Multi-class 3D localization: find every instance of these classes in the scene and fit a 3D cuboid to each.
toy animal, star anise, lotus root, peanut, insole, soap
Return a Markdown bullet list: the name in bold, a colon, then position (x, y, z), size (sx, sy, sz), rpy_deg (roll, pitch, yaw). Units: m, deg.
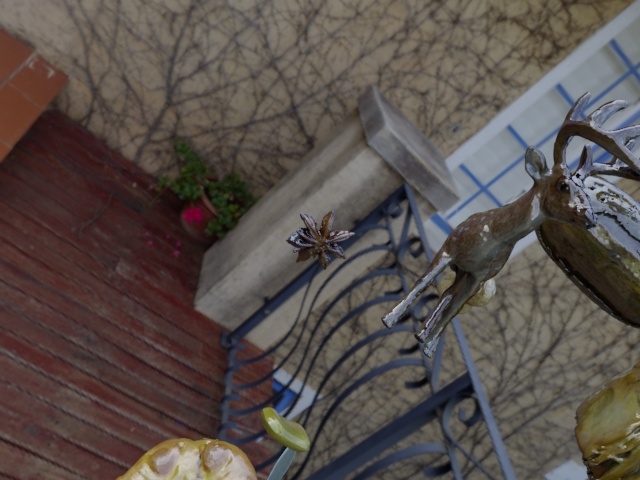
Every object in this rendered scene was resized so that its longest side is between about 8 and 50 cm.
- **toy animal**: position (0.159, -0.011, 0.569), size (0.087, 0.260, 0.243), rpy_deg (41, 4, -4)
- **star anise**: position (-0.001, 0.000, 1.450), size (0.168, 0.168, 0.057), rpy_deg (38, 31, -24)
- **lotus root**: position (0.578, 0.010, 1.252), size (0.397, 0.196, 0.179), rpy_deg (46, 38, 14)
- **peanut**: position (0.388, 0.136, 1.683), size (0.111, 0.125, 0.274), rpy_deg (28, -13, -1)
- **insole**: position (-0.120, 0.605, 1.567), size (0.232, 0.003, 0.080), rpy_deg (-53, 146, -33)
- **soap**: position (-0.079, 0.422, 1.386), size (0.140, 0.045, 0.089), rpy_deg (41, 0, -33)

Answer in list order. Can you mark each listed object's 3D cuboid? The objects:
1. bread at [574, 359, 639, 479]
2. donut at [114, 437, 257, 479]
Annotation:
- **bread**: position (0.582, 0.312, 1.075), size (0.191, 0.370, 0.314), rpy_deg (41, 14, 12)
- **donut**: position (-0.268, 0.533, 1.193), size (0.299, 0.317, 0.150), rpy_deg (-91, 173, -50)
